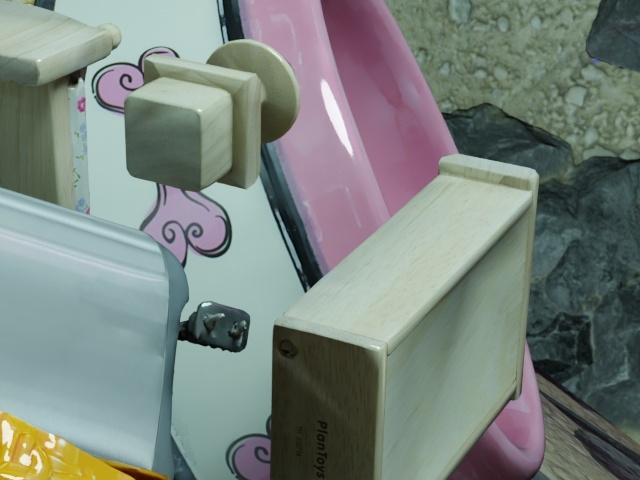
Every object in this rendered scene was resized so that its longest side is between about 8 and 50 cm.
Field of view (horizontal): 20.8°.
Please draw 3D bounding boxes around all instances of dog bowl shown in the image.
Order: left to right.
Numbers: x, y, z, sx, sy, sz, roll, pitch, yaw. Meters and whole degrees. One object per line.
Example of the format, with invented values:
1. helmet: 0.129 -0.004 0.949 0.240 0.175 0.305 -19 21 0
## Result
1. dog bowl: 0.000 0.000 1.006 0.408 0.150 0.408 -22 90 -76

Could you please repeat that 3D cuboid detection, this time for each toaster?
1. toaster: -0.150 0.049 0.607 0.146 0.129 0.227 21 -28 -39

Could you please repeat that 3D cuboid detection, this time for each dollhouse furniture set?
1. dollhouse furniture set: -0.099 0.031 0.798 0.355 0.303 0.174 13 28 24

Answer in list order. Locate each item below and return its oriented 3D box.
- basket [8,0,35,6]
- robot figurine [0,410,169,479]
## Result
1. basket: -0.129 -0.034 1.077 0.213 0.223 0.299 38 7 12
2. robot figurine: -0.030 0.176 0.536 0.291 0.085 0.211 38 48 -33
